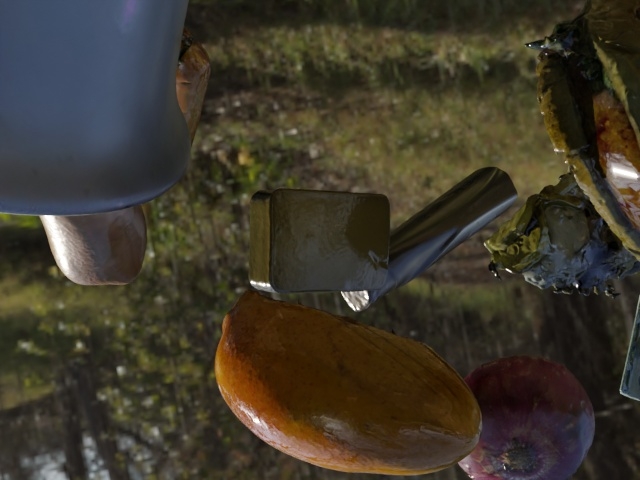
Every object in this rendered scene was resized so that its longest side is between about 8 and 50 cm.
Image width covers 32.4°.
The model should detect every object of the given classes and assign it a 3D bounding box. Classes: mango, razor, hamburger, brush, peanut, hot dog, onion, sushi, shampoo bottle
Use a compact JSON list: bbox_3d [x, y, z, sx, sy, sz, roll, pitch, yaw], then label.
[{"bbox_3d":[0.023,0.128,0.935,0.252,0.126,0.154,18,-170,32],"label":"mango"},{"bbox_3d":[0.382,0.107,1.034,0.068,0.106,0.232,19,169,-22],"label":"razor"},{"bbox_3d":[0.315,-0.078,1.004,0.132,0.309,0.211,-29,-149,29],"label":"hamburger"},{"bbox_3d":[0.000,0.000,1.340,0.197,0.123,0.059,1,-176,-43],"label":"brush"},{"bbox_3d":[-0.174,-0.019,0.841,0.076,0.076,0.152,-11,143,-4],"label":"peanut"},{"bbox_3d":[-0.220,-0.211,1.608,0.068,0.100,0.249,-26,157,-30],"label":"hot dog"},{"bbox_3d":[0.237,0.218,1.316,0.177,0.153,0.177,3,142,3],"label":"onion"},{"bbox_3d":[0.339,-0.005,1.421,0.291,0.131,0.139,8,134,-37],"label":"sushi"},{"bbox_3d":[0.168,-0.004,1.742,0.350,0.084,0.125,-34,-177,-33],"label":"shampoo bottle"}]

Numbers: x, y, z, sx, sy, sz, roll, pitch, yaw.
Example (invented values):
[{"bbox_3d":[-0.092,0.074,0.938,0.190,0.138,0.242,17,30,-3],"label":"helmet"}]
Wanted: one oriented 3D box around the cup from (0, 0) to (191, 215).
[{"bbox_3d":[-0.211,-0.175,0.646,0.347,0.163,0.347,22,-157,-10],"label":"cup"}]
